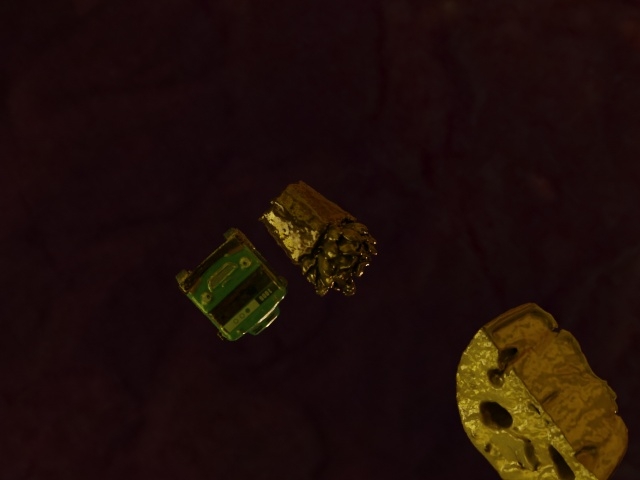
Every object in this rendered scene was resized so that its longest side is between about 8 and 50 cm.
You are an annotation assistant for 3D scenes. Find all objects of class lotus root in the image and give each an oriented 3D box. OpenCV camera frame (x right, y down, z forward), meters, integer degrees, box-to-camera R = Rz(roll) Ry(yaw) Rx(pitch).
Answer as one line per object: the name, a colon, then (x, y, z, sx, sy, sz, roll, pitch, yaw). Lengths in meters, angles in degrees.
lotus root: (0.256, 0.199, 1.887, 0.138, 0.235, 0.119, -36, -7, 39)

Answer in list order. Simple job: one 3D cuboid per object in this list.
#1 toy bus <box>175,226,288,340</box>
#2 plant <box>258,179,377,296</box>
toy bus: (-0.078, 0.044, 1.503, 0.079, 0.092, 0.160, -42, -1, -1)
plant: (0.000, 0.000, 1.869, 0.094, 0.143, 0.092, -53, -12, 18)
